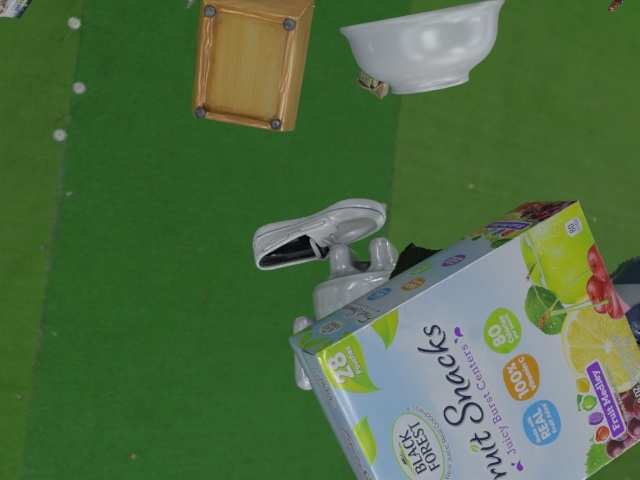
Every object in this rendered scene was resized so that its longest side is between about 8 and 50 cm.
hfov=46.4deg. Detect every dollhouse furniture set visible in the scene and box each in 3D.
[{"bbox_3d":[0.173,-0.382,1.815,0.101,0.161,0.182,-39,155,-28],"label":"dollhouse furniture set"}]

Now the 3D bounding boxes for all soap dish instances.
[{"bbox_3d":[-0.147,-0.365,1.516,0.228,0.118,0.291,10,122,-2],"label":"soap dish"}]

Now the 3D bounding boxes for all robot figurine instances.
[{"bbox_3d":[0.094,0.178,1.278,0.199,0.299,0.354,25,55,-70],"label":"robot figurine"}]

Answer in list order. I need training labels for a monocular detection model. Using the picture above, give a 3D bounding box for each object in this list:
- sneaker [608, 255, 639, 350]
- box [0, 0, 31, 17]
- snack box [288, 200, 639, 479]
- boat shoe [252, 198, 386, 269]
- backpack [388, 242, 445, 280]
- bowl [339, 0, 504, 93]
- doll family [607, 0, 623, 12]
[{"bbox_3d":[0.365,0.106,0.882,0.112,0.319,0.131,18,68,-8],"label":"sneaker"},{"bbox_3d":[-0.435,-0.399,1.059,0.036,0.207,0.114,58,33,7],"label":"box"},{"bbox_3d":[0.110,0.095,0.504,0.207,0.070,0.175,-29,100,-14],"label":"snack box"},{"bbox_3d":[0.000,0.000,1.379,0.084,0.258,0.095,-96,164,-48],"label":"boat shoe"},{"bbox_3d":[0.185,0.092,0.979,0.182,0.152,0.115,40,79,-24],"label":"backpack"},{"bbox_3d":[0.190,-0.344,1.345,0.297,0.297,0.134,-23,109,-35],"label":"bowl"},{"bbox_3d":[0.392,-0.386,0.939,0.076,0.111,0.193,-9,111,-37],"label":"doll family"}]
